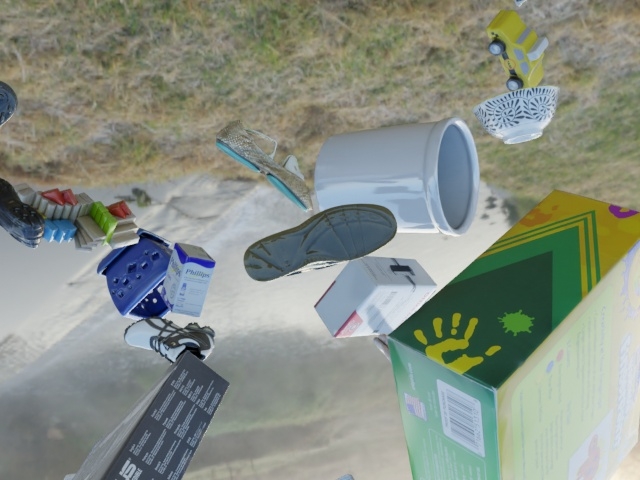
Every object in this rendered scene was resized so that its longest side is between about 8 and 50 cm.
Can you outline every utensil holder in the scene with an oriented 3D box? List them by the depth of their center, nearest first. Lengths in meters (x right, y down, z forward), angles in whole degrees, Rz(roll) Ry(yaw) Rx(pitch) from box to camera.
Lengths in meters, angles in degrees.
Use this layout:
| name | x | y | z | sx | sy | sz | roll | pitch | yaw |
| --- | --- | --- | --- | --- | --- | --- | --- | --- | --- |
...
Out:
| name | x | y | z | sx | sy | sz | roll | pitch | yaw |
| --- | --- | --- | --- | --- | --- | --- | --- | --- | --- |
| utensil holder | 0.223 | -0.173 | 1.976 | 0.385 | 0.328 | 0.327 | -1 | 169 | 33 |

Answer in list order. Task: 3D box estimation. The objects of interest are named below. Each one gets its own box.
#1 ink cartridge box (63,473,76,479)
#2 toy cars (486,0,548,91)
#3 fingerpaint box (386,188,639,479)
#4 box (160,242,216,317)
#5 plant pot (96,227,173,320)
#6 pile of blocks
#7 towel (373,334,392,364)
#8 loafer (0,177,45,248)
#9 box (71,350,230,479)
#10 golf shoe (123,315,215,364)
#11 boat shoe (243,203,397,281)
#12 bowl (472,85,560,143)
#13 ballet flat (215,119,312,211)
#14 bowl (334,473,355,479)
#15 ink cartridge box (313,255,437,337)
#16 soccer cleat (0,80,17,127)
| name | x | y | z | sx | sy | sz | roll | pitch | yaw |
| --- | --- | --- | --- | --- | --- | --- | --- | --- | --- |
| ink cartridge box | -0.519 | 0.720 | 1.504 | 0.207 | 0.354 | 0.119 | 29 | 149 | -26 |
| toy cars | 0.435 | -0.508 | 1.464 | 0.176 | 0.394 | 0.087 | -2 | 180 | -41 |
| fingerpaint box | 0.291 | 0.216 | 0.944 | 0.371 | 0.163 | 0.445 | -36 | 130 | -30 |
| box | -0.305 | 0.088 | 1.564 | 0.072 | 0.137 | 0.126 | 14 | -171 | -28 |
| plant pot | -0.548 | 0.102 | 2.168 | 0.236 | 0.212 | 0.236 | -43 | 160 | 2 |
| pile of blocks | -0.625 | -0.065 | 1.728 | 0.362 | 0.149 | 0.113 | 6 | 130 | -35 |
| towel | 0.306 | 0.454 | 2.121 | 0.053 | 0.332 | 0.317 | -40 | -165 | -1 |
| loafer | -0.659 | -0.062 | 1.429 | 0.076 | 0.223 | 0.078 | -25 | 143 | -48 |
| box | -0.243 | 0.300 | 0.772 | 0.242 | 0.076 | 0.307 | -45 | -170 | 30 |
| golf shoe | -0.327 | 0.217 | 1.459 | 0.198 | 0.094 | 0.077 | 2 | 118 | -2 |
| boat shoe | 0.000 | 0.001 | 0.982 | 0.223 | 0.080 | 0.073 | -19 | -179 | 5 |
| bowl | 0.389 | -0.237 | 1.336 | 0.170 | 0.080 | 0.170 | -10 | 176 | -1 |
| ballet flat | -0.081 | -0.132 | 1.163 | 0.206 | 0.067 | 0.073 | 37 | 172 | -16 |
| bowl | 0.018 | 0.484 | 1.152 | 0.142 | 0.142 | 0.053 | -35 | 110 | 16 |
| ink cartridge box | 0.149 | 0.148 | 1.802 | 0.272 | 0.114 | 0.197 | 6 | 130 | -47 |
| soccer cleat | -0.694 | -0.201 | 1.255 | 0.318 | 0.109 | 0.116 | -30 | -168 | 2 |
